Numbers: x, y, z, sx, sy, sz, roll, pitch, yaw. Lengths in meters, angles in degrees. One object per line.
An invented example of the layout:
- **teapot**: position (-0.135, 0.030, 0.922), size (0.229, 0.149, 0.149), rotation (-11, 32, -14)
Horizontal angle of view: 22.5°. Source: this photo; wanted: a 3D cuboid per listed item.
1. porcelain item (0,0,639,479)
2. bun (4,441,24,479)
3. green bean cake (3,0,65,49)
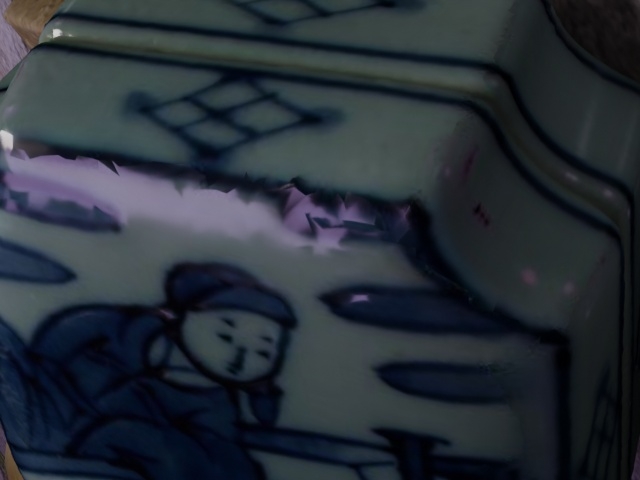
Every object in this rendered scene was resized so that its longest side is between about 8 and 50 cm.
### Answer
- **porcelain item**: position (-0.006, 0.030, 0.681), size (0.281, 0.157, 0.286), rotation (10, 136, 18)
- **bun**: position (-0.043, 0.143, 1.021), size (0.298, 0.165, 0.299), rotation (23, 162, 8)
- **green bean cake**: position (-0.103, -0.116, 0.943), size (0.109, 0.085, 0.179), rotation (48, 168, -31)
